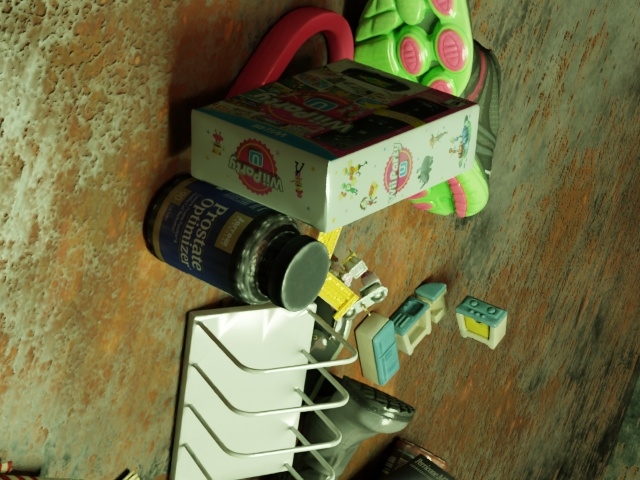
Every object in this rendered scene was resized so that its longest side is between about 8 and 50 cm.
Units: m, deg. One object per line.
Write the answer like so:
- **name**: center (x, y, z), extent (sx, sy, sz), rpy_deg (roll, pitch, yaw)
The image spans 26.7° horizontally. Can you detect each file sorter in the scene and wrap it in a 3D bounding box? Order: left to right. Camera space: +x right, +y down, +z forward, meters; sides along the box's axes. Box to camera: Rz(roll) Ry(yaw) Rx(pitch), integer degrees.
- **file sorter**: center (-0.076, 0.250, 1.867), extent (0.193, 0.173, 0.277), rpy_deg (-4, 116, -29)

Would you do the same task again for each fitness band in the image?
- **fitness band**: center (-0.043, -0.178, 1.818), extent (0.290, 0.054, 0.209), rpy_deg (-59, 145, -14)

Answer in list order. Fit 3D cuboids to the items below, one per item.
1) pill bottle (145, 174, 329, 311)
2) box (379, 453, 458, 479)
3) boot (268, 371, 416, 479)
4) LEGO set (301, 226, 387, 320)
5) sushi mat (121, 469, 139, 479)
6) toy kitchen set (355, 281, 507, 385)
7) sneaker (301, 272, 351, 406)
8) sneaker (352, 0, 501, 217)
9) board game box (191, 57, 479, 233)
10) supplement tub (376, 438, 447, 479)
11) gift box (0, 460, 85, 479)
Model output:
- **pill bottle**: center (-0.101, 0.007, 1.682), extent (0.123, 0.219, 0.122), rpy_deg (-34, 135, -41)
- **box**: center (0.151, 0.543, 2.234), extent (0.294, 0.296, 0.182), rpy_deg (-29, 118, -20)
- **boot**: center (0.025, 0.321, 2.021), extent (0.222, 0.118, 0.338), rpy_deg (-65, -172, -8)
- **LEGO set**: center (0.000, 0.000, 1.903), extent (0.132, 0.107, 0.287), rpy_deg (-32, 137, -15)
- **sushi mat**: center (-0.341, 0.455, 1.802), extent (0.316, 0.019, 0.151), rpy_deg (-42, 142, -33)
- **toy kitchen set**: center (0.189, 0.155, 2.258), extent (0.207, 0.166, 0.122), rpy_deg (-46, 143, -31)
- **sneaker**: center (-0.030, 0.153, 2.011), extent (0.118, 0.083, 0.222), rpy_deg (5, 106, -56)
- **sneaker**: center (0.167, -0.242, 2.001), extent (0.482, 0.185, 0.202), rpy_deg (77, 26, -51)
- **board game box**: center (0.022, -0.127, 1.689), extent (0.303, 0.224, 0.097), rpy_deg (-26, 129, -45)
- **supplement tub**: center (0.144, 0.468, 2.450), extent (0.197, 0.106, 0.106), rpy_deg (-61, 148, -8)
- **gift box**: center (-0.330, 0.422, 1.567), extent (0.276, 0.258, 0.255), rpy_deg (22, 90, -50)
